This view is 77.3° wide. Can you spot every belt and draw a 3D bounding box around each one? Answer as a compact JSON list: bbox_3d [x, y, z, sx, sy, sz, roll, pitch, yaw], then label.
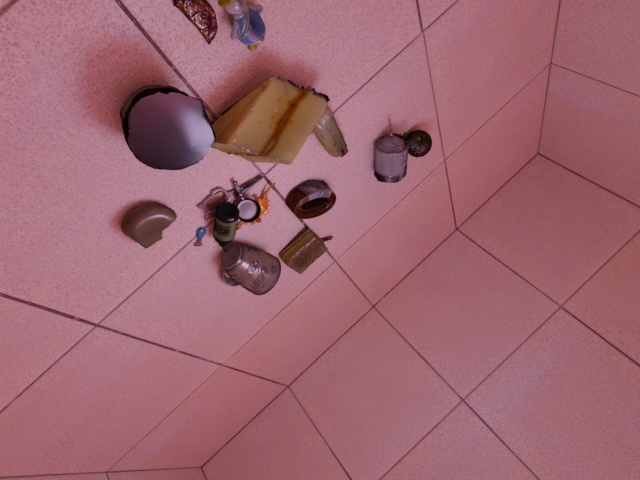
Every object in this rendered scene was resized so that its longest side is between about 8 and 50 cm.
[{"bbox_3d":[-0.046,-0.210,2.051,0.262,0.105,0.183,-18,140,-28],"label":"belt"}]

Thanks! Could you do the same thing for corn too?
[{"bbox_3d":[0.039,-0.493,1.818,0.122,0.123,0.305,-46,147,-1],"label":"corn"}]

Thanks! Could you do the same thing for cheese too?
[{"bbox_3d":[-0.545,-0.016,1.818,0.047,0.017,0.111,-3,129,-40],"label":"cheese"},{"bbox_3d":[-0.668,-0.066,1.576,0.203,0.091,0.175,-36,146,-12],"label":"cheese"}]

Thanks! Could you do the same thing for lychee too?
[{"bbox_3d":[0.556,-0.548,2.274,0.171,0.171,0.171,-27,142,-23],"label":"lychee"}]

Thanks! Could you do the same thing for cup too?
[{"bbox_3d":[-0.393,0.138,2.013,0.301,0.227,0.257,-25,139,25],"label":"cup"}]

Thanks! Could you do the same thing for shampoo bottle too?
[{"bbox_3d":[-0.430,-0.051,1.804,0.101,0.101,0.283,-22,157,-30],"label":"shampoo bottle"}]

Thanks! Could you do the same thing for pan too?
[{"bbox_3d":[-0.345,-0.175,1.785,0.115,0.040,0.211,-30,122,-13],"label":"pan"}]

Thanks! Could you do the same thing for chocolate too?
[{"bbox_3d":[-0.511,-0.389,1.313,0.284,0.186,0.283,-19,138,-18],"label":"chocolate"}]

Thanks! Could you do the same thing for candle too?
[{"bbox_3d":[0.377,-0.475,2.138,0.188,0.187,0.330,-30,141,-20],"label":"candle"}]

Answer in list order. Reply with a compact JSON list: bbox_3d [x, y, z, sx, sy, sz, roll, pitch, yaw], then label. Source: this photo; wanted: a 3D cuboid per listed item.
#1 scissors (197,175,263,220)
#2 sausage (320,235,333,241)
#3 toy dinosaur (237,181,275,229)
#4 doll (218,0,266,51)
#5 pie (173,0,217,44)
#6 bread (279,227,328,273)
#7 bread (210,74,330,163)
[{"bbox_3d":[-0.389,-0.202,1.776,0.318,0.024,0.160,-34,143,-14],"label":"scissors"},{"bbox_3d":[0.000,0.000,2.385,0.199,0.025,0.028,-16,101,-36],"label":"sausage"},{"bbox_3d":[-0.292,-0.149,1.891,0.288,0.070,0.117,-48,140,-2],"label":"toy dinosaur"},{"bbox_3d":[-0.254,-0.730,1.295,0.135,0.098,0.241,-24,146,12],"label":"doll"},{"bbox_3d":[-0.377,-0.705,1.249,0.092,0.034,0.170,-45,145,8],"label":"pie"},{"bbox_3d":[-0.096,0.059,2.267,0.234,0.110,0.184,-42,141,5],"label":"bread"},{"bbox_3d":[-0.217,-0.475,1.571,0.346,0.242,0.404,26,89,-52],"label":"bread"}]
